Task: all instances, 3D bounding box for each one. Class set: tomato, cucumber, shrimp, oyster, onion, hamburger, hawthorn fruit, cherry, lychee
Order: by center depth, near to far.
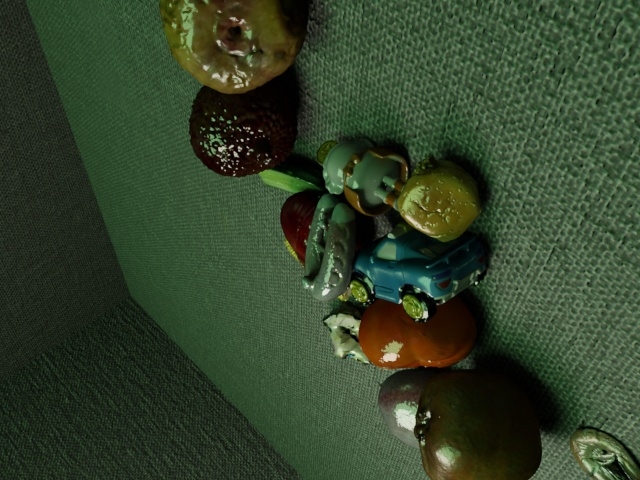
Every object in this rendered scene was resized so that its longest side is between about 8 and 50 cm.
[{"bbox_3d":[0.220,-0.075,1.191,0.147,0.083,0.138,31,115,-6],"label":"hamburger"},{"bbox_3d":[0.606,0.469,1.310,0.223,0.047,0.126,42,140,25],"label":"shrimp"},{"bbox_3d":[0.359,0.413,1.403,0.268,0.300,0.268,0,-90,-90],"label":"hawthorn fruit"},{"bbox_3d":[0.209,0.192,1.426,0.260,0.259,0.180,132,133,-62],"label":"tomato"},{"bbox_3d":[-0.175,-0.266,1.452,0.260,0.260,0.261,38,149,28],"label":"lychee"},{"bbox_3d":[0.006,-0.010,1.558,0.248,0.161,0.248,30,147,22],"label":"onion"},{"bbox_3d":[-0.062,-0.161,1.600,0.244,0.063,0.115,22,164,38],"label":"cucumber"},{"bbox_3d":[0.255,0.427,1.654,0.213,0.183,0.266,47,150,-11],"label":"cherry"},{"bbox_3d":[0.098,0.273,1.838,0.259,0.092,0.198,-7,116,50],"label":"oyster"}]

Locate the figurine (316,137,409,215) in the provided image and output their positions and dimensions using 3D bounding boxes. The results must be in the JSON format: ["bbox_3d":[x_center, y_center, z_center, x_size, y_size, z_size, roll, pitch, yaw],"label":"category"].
[{"bbox_3d":[0.080,-0.142,1.330,0.271,0.143,0.143,36,148,28],"label":"figurine"}]

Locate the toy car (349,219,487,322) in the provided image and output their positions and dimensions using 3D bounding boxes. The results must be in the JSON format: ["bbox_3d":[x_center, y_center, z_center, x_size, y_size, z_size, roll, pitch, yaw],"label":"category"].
[{"bbox_3d":[0.180,0.039,1.325,0.314,0.198,0.166,13,123,53],"label":"toy car"}]

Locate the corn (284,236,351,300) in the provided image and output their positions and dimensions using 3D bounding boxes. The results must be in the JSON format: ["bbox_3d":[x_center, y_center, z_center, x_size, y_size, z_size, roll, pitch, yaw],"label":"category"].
[{"bbox_3d":[-0.002,0.057,1.746,0.248,0.081,0.081,43,151,21],"label":"corn"}]

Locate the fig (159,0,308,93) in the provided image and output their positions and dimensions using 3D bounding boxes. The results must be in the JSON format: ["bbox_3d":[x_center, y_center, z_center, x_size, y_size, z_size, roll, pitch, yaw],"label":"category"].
[{"bbox_3d":[-0.188,-0.473,1.297,0.369,0.286,0.286,-118,13,-49],"label":"fig"}]

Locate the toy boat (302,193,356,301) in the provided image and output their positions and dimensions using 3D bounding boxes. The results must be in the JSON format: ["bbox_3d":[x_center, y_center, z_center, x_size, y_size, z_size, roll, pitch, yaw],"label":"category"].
[{"bbox_3d":[0.007,0.020,1.373,0.155,0.085,0.227,-141,54,-60],"label":"toy boat"}]
